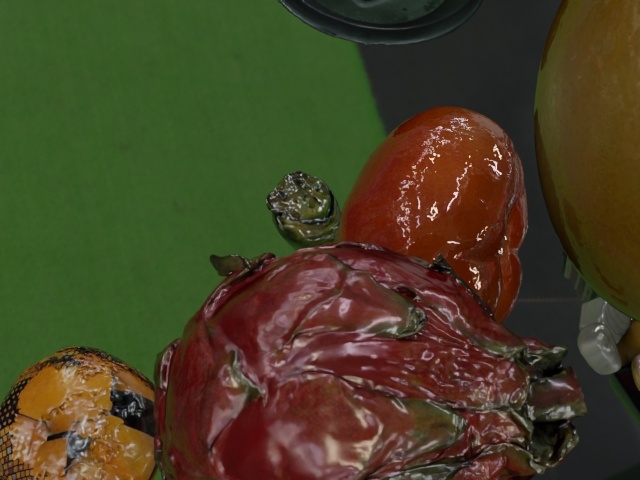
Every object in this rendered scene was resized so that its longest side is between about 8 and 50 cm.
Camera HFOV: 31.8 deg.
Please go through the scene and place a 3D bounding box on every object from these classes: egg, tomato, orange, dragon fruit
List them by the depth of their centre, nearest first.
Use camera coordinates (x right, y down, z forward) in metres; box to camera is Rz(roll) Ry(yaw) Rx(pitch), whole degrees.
[{"bbox_3d":[0.027,0.112,0.767,0.244,0.299,0.244,-11,90,-72],"label":"dragon fruit"},{"bbox_3d":[0.310,-0.099,0.890,0.283,0.283,0.351,11,91,-26],"label":"egg"},{"bbox_3d":[0.121,-0.009,1.181,0.180,0.259,0.259,6,44,24],"label":"tomato"},{"bbox_3d":[-0.304,0.250,1.404,0.182,0.234,0.234,37,30,-64],"label":"orange"}]

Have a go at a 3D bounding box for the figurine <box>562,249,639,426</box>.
[{"bbox_3d":[0.383,0.115,1.245,0.309,0.143,0.308,10,54,-14],"label":"figurine"}]

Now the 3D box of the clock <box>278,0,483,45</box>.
[{"bbox_3d":[0.075,-0.389,1.550,0.319,0.319,0.066,20,61,-20],"label":"clock"}]

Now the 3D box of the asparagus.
[{"bbox_3d":[0.000,0.000,1.994,0.128,0.382,0.108,26,77,19],"label":"asparagus"}]
